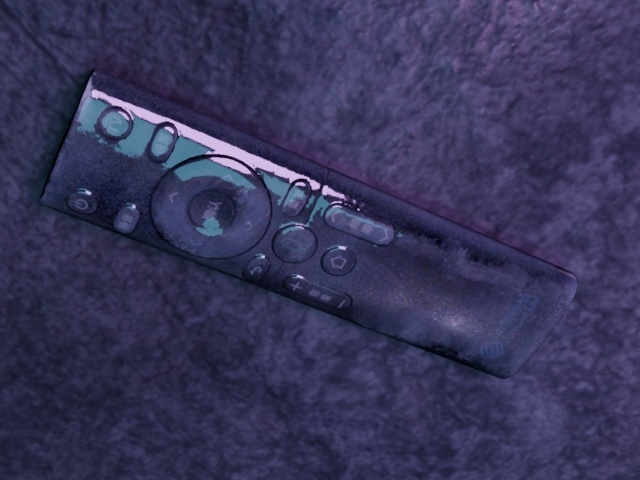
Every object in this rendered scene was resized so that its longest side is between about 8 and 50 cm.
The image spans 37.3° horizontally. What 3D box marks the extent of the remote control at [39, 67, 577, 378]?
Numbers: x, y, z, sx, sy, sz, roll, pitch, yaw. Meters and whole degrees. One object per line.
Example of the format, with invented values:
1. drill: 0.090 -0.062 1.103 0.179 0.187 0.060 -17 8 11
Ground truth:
1. remote control: 0.000 0.000 0.669 0.377 0.044 0.107 22 113 -18
